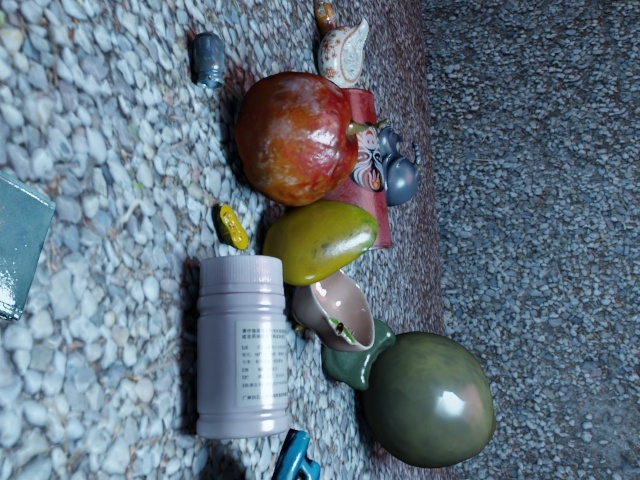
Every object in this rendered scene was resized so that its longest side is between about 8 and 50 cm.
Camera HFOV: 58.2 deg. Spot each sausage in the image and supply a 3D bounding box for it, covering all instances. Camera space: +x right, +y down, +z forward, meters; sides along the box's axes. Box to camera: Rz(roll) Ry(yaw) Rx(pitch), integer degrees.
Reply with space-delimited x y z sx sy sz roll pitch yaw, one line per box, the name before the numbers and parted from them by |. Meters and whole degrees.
sausage | 0.051 -0.502 1.619 0.053 0.053 0.348 -70 147 -51

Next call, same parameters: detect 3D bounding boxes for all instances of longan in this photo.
longan | 0.285 0.418 1.511 0.336 0.404 0.404 -55 154 1

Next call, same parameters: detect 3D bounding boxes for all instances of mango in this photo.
mango | -0.004 -0.003 1.084 0.151 0.221 0.120 57 -8 29

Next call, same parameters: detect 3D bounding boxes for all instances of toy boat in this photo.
toy boat | -0.036 0.408 0.859 0.134 0.092 0.299 -59 164 -54

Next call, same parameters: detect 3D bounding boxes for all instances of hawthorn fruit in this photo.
hawthorn fruit | -0.012 -0.190 1.035 0.242 0.271 0.242 -14 90 -77

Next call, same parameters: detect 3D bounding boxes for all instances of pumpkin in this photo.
pumpkin | -0.151 -0.020 0.948 0.083 0.028 0.050 69 24 -11

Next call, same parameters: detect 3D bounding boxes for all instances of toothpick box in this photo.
toothpick box | 0.036 -0.137 1.243 0.204 0.204 0.333 -2 86 -70

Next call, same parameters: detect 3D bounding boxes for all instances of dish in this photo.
dish | 0.014 0.144 1.184 0.213 0.090 0.213 42 29 -30

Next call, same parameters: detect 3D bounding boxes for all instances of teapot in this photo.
teapot | 0.052 -0.468 1.522 0.159 0.116 0.245 11 87 -70
teapot | -0.185 -0.289 0.935 0.049 0.063 0.083 1 84 -38

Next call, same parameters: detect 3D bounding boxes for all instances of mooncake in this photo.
mooncake | 0.092 0.254 1.320 0.168 0.175 0.104 64 9 30

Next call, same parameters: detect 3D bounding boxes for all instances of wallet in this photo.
wallet | -0.302 0.002 0.534 0.088 0.026 0.129 45 43 -53

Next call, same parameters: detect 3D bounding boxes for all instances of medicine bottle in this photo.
medicine bottle | -0.115 0.153 0.840 0.133 0.133 0.250 26 58 -66

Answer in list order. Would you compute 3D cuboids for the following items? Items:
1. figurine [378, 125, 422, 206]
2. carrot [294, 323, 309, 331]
figurine | 0.223 -0.241 1.849 0.175 0.197 0.265 0 87 -45
carrot | -0.011 0.171 1.248 0.190 0.037 0.037 -9 92 -69
